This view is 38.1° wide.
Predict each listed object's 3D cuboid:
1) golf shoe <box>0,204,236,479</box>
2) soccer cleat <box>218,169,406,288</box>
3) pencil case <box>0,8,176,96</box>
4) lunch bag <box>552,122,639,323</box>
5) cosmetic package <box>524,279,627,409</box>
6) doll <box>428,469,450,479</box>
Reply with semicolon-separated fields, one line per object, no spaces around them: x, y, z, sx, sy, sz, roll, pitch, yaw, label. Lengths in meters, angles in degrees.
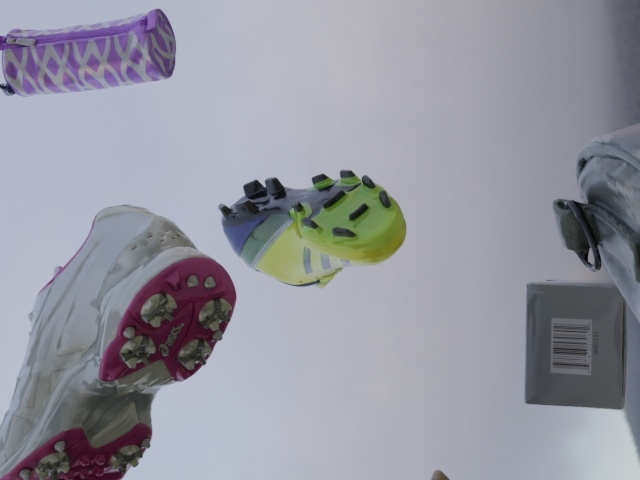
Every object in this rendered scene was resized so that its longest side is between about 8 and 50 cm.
-0.190;0.107;0.736;0.306;0.140;0.115;-52;-37;12;golf shoe
0.001;-0.001;0.949;0.093;0.289;0.121;-41;-65;-25;soccer cleat
-0.272;-0.221;1.084;0.088;0.206;0.086;70;-163;-54;pencil case
0.277;-0.001;0.346;0.256;0.305;0.212;66;-176;39;lunch bag
0.279;0.104;1.001;0.238;0.107;0.127;0;-90;-69;cosmetic package
0.086;0.333;1.044;0.189;0.129;0.046;-29;-26;-38;doll
